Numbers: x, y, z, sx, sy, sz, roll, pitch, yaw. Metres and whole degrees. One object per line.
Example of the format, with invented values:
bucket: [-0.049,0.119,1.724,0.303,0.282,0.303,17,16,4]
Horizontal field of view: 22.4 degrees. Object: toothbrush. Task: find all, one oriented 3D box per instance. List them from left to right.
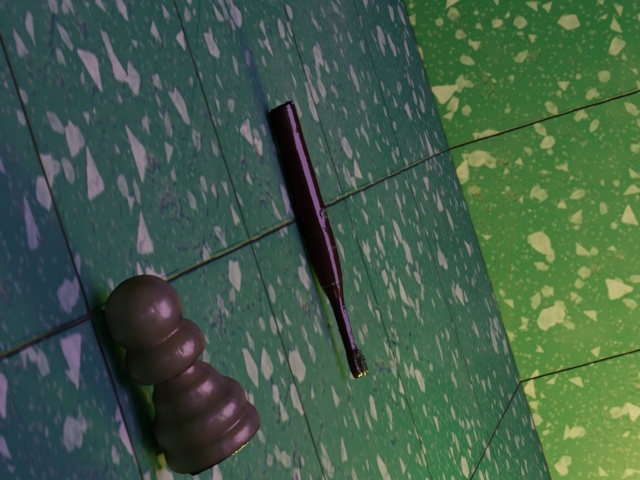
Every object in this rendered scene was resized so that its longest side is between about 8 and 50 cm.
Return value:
toothbrush: [-0.001,0.000,2.062,0.041,0.041,0.364,-4,77,-75]

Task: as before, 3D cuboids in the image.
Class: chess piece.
chess piece: [-0.127,0.108,1.398,0.094,0.094,0.170,-73,140,-65]
